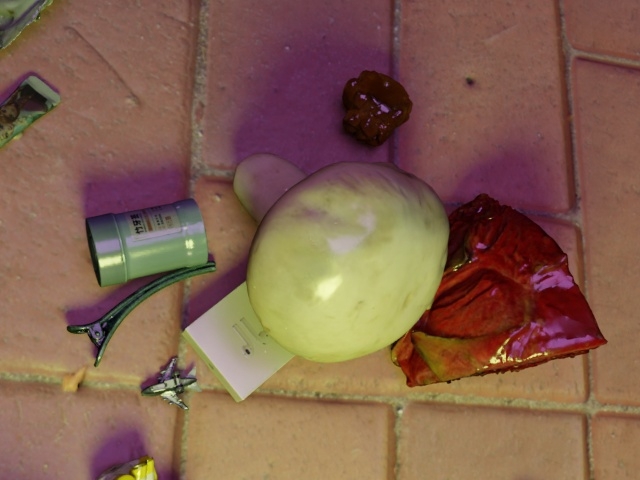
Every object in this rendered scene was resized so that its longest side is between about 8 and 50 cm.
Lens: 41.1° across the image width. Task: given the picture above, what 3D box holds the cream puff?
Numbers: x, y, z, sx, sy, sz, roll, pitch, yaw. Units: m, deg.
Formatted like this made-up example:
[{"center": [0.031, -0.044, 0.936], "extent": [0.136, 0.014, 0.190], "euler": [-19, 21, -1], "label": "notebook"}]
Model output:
[{"center": [0.086, -0.210, 1.378], "extent": [0.116, 0.094, 0.122], "euler": [10, 50, -17], "label": "cream puff"}]

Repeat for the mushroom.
[{"center": [0.000, 0.000, 1.200], "extent": [0.314, 0.314, 0.336], "euler": [-33, 47, -21], "label": "mushroom"}]

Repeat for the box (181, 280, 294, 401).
[{"center": [-0.109, 0.142, 1.241], "extent": [0.130, 0.051, 0.129], "euler": [-39, 88, -22], "label": "box"}]

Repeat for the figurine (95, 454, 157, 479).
[{"center": [-0.231, 0.374, 1.132], "extent": [0.129, 0.109, 0.178], "euler": [-44, 90, 5], "label": "figurine"}]

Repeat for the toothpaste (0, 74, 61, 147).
[{"center": [-0.468, -0.156, 1.229], "extent": [0.062, 0.037, 0.216], "euler": [40, 63, -1], "label": "toothpaste"}]

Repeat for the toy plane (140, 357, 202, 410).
[{"center": [-0.212, 0.205, 1.206], "extent": [0.083, 0.031, 0.078], "euler": [-9, 62, -21], "label": "toy plane"}]

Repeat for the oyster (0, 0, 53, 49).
[{"center": [-0.492, -0.363, 1.250], "extent": [0.199, 0.087, 0.252], "euler": [29, 76, -17], "label": "oyster"}]

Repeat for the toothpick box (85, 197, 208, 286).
[{"center": [-0.247, 0.002, 1.214], "extent": [0.153, 0.101, 0.101], "euler": [-13, 79, -21], "label": "toothpick box"}]

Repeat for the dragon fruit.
[{"center": [0.243, 0.084, 1.324], "extent": [0.302, 0.240, 0.330], "euler": [-14, 55, 8], "label": "dragon fruit"}]

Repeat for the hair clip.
[{"center": [-0.248, 0.085, 1.225], "extent": [0.229, 0.039, 0.070], "euler": [-37, 86, -23], "label": "hair clip"}]
